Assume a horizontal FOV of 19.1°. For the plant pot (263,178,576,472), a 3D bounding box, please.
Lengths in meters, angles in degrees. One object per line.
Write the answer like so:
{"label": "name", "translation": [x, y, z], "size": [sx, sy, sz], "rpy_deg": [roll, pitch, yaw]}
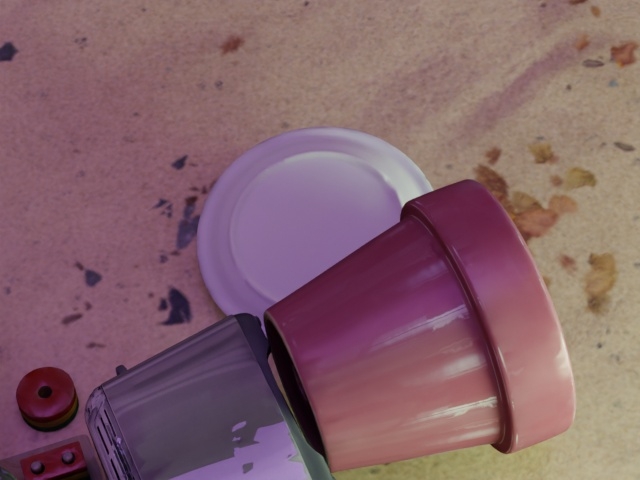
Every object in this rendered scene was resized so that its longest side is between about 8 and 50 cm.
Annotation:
{"label": "plant pot", "translation": [0.064, 0.079, 1.397], "size": [0.180, 0.201, 0.201], "rpy_deg": [-22, 58, -9]}

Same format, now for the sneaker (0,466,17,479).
{"label": "sneaker", "translation": [-0.305, 0.287, 1.266], "size": [0.122, 0.146, 0.330], "rpy_deg": [36, 82, 16]}

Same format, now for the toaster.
{"label": "toaster", "translation": [-0.075, 0.174, 1.379], "size": [0.146, 0.129, 0.227], "rpy_deg": [-22, 62, -9]}

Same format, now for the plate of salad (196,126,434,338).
{"label": "plate of salad", "translation": [0.000, 0.000, 1.541], "size": [0.200, 0.048, 0.199], "rpy_deg": [-2, 65, 5]}

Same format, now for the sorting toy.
{"label": "sorting toy", "translation": [-0.215, 0.218, 1.398], "size": [0.132, 0.046, 0.274], "rpy_deg": [-17, 57, -9]}
